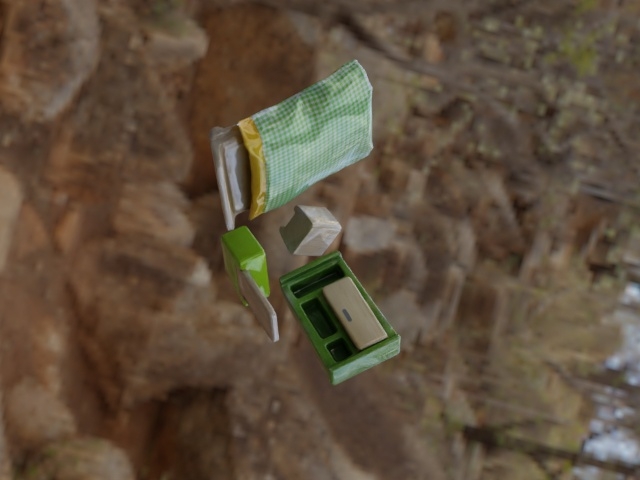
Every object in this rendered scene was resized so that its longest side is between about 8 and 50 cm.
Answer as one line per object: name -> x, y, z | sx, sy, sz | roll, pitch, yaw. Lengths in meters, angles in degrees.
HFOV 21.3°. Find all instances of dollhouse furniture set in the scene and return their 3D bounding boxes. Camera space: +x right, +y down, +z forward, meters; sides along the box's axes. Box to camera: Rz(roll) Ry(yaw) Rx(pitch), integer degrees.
dollhouse furniture set -> 0.000, 0.000, 0.748 | 0.058, 0.076, 0.151 | 56, -16, 31
